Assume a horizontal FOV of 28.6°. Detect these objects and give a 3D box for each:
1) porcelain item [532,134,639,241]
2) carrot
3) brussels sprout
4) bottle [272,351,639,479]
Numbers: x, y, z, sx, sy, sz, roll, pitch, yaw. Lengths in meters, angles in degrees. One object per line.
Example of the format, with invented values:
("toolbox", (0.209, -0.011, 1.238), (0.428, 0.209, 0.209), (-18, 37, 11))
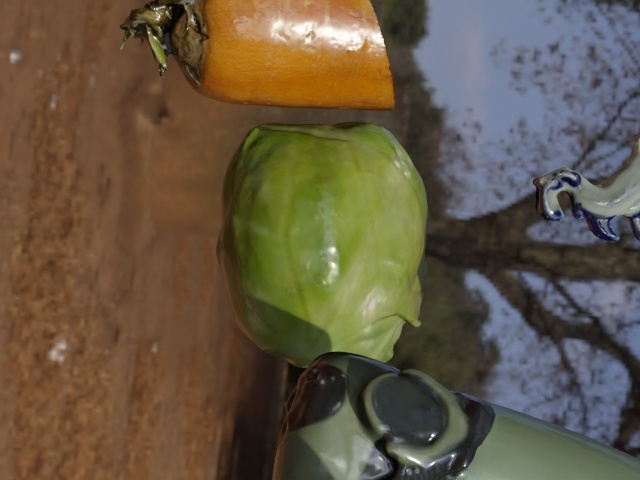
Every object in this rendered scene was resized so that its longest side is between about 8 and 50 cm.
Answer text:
("porcelain item", (0.176, -0.019, 0.608), (0.021, 0.136, 0.075), (142, -74, -87))
("carrot", (-0.072, -0.263, 1.513), (0.193, 0.331, 0.214), (-124, -145, -70))
("brussels sprout", (0.000, 0.000, 1.470), (0.328, 0.247, 0.328), (14, 90, -72))
("bottle", (0.124, 0.198, 0.911), (0.168, 0.347, 0.168), (-60, -169, 20))
